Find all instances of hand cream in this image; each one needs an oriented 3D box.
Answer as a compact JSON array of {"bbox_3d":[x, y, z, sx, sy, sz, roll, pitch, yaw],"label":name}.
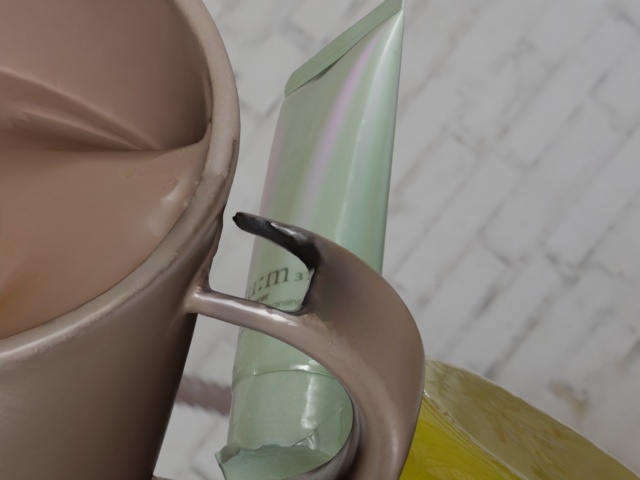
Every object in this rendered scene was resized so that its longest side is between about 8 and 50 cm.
[{"bbox_3d":[0.000,0.000,0.739,0.078,0.050,0.205,-37,36,44],"label":"hand cream"}]

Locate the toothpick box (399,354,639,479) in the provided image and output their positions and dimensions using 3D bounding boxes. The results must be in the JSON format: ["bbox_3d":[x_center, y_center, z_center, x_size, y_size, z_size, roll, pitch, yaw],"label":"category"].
[{"bbox_3d":[0.020,0.195,0.780,0.271,0.175,0.175,-58,4,9],"label":"toothpick box"}]

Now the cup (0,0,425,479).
[{"bbox_3d":[-0.100,0.033,0.552,0.200,0.252,0.191,103,-178,-47],"label":"cup"}]
